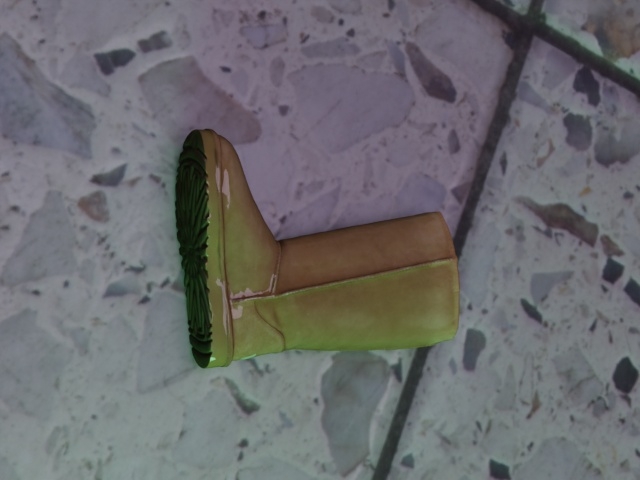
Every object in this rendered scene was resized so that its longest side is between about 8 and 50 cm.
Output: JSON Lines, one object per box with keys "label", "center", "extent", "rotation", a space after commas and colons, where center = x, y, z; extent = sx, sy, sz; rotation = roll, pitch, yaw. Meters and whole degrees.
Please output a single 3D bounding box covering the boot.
{"label": "boot", "center": [0.000, 0.000, 1.357], "extent": [0.269, 0.089, 0.236], "rotation": [-7, 103, -25]}
